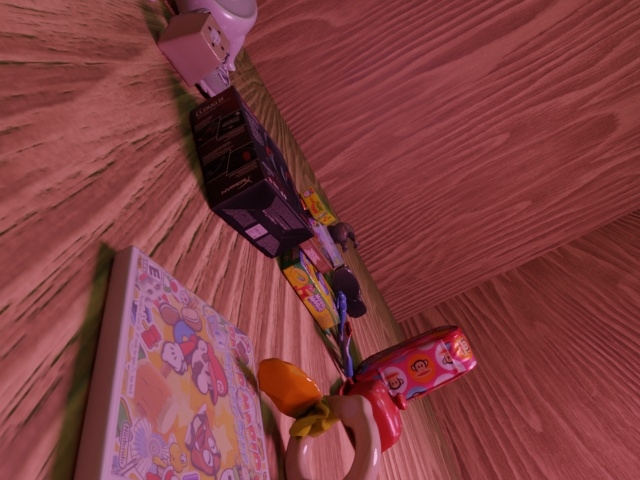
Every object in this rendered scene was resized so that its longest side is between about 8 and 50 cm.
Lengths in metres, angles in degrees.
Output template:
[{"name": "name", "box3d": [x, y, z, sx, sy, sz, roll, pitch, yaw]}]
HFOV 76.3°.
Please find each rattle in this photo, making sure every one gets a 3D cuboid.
[{"name": "rattle", "box3d": [-0.013, 0.244, 0.416, 0.143, 0.130, 0.200, 62, 33, -43]}]

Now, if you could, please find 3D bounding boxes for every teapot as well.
[{"name": "teapot", "box3d": [-0.325, -0.677, 1.180, 0.252, 0.187, 0.256, 13, 62, -44]}]

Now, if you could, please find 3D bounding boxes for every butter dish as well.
[{"name": "butter dish", "box3d": [0.119, 0.347, 0.826, 0.160, 0.118, 0.160, 64, 7, 11]}]

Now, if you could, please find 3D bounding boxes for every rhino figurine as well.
[{"name": "rhino figurine", "box3d": [0.057, -0.009, 1.524, 0.243, 0.073, 0.106, -12, -80, 65]}]

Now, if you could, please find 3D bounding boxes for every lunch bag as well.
[{"name": "lunch bag", "box3d": [0.240, 0.321, 1.058, 0.258, 0.293, 0.120, 46, 20, -77]}]

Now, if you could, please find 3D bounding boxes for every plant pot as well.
[{"name": "plant pot", "box3d": [-0.259, -0.416, 0.870, 0.109, 0.096, 0.109, 55, 38, -48]}]

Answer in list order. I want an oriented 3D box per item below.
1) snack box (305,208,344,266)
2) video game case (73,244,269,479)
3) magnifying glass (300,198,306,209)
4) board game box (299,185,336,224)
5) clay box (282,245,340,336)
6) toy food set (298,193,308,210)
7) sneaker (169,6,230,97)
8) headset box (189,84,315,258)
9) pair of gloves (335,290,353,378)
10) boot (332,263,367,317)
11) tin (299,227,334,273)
[{"name": "snack box", "box3d": [0.000, 0.000, 1.385, 0.207, 0.070, 0.174, 64, 8, 4]}, {"name": "video game case", "box3d": [-0.111, 0.142, 0.363, 0.206, 0.026, 0.227, 55, 11, -44]}, {"name": "magnifying glass", "box3d": [-0.121, -0.174, 1.189, 0.231, 0.026, 0.092, 47, 28, -22]}, {"name": "board game box", "box3d": [-0.005, -0.107, 1.301, 0.092, 0.043, 0.181, 60, 8, 11]}, {"name": "clay box", "box3d": [-0.016, 0.112, 0.971, 0.222, 0.053, 0.127, 58, 9, -26]}, {"name": "toy food set", "box3d": [-0.031, -0.125, 1.589, 0.128, 0.071, 0.218, 59, 9, -24]}, {"name": "sneaker", "box3d": [-0.268, -0.454, 0.998, 0.281, 0.115, 0.105, 63, 8, 5]}, {"name": "headset box", "box3d": [-0.139, -0.142, 0.815, 0.218, 0.110, 0.293, 50, 15, -56]}, {"name": "pair of gloves", "box3d": [0.058, 0.221, 0.978, 0.198, 0.023, 0.159, -99, -173, -56]}, {"name": "boot", "box3d": [0.081, 0.137, 1.406, 0.179, 0.085, 0.236, -111, 176, -51]}, {"name": "tin", "box3d": [-0.024, 0.004, 0.962, 0.190, 0.040, 0.106, 55, 6, -37]}]
